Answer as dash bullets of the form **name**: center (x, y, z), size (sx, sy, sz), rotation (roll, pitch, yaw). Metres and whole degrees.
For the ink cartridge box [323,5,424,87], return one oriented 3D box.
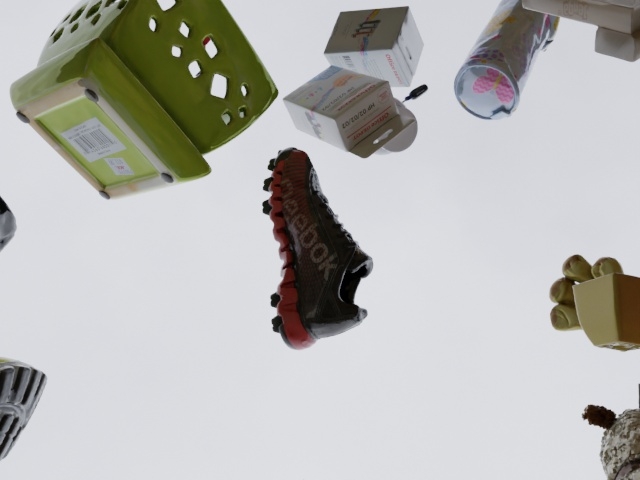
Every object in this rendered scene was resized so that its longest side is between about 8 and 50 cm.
- **ink cartridge box**: center (0.124, -0.434, 1.367), size (0.176, 0.128, 0.127), rotation (9, -112, 31)

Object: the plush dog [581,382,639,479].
- **plush dog**: center (0.522, 0.377, 0.945), size (0.211, 0.262, 0.225), rotation (31, -151, 1)

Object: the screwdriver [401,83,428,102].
- **screwdriver**: center (0.185, -0.317, 1.377), size (0.170, 0.025, 0.024), rotation (-34, -125, -28)

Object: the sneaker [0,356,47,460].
- **sneaker**: center (-0.261, 0.100, 0.377), size (0.094, 0.208, 0.081), rotation (23, -94, 15)

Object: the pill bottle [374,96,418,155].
- **pill bottle**: center (0.102, -0.217, 1.118), size (0.108, 0.193, 0.108), rotation (-6, -71, -17)

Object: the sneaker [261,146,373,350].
- **sneaker**: center (0.000, 0.000, 0.796), size (0.135, 0.097, 0.276), rotation (-12, -107, 18)

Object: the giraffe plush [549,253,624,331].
- **giraffe plush**: center (0.604, 0.135, 1.242), size (0.170, 0.210, 0.181), rotation (16, -80, -37)

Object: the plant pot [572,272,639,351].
- **plant pot**: center (0.380, 0.096, 0.767), size (0.081, 0.081, 0.083), rotation (12, -110, -13)

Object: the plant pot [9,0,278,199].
- **plant pot**: center (-0.228, -0.186, 0.761), size (0.228, 0.227, 0.207), rotation (-6, -135, 38)

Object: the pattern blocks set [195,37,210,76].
- **pattern blocks set**: center (-0.340, -0.283, 1.262), size (0.325, 0.026, 0.285), rotation (-29, -131, 23)

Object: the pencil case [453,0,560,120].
- **pencil case**: center (0.330, -0.329, 1.055), size (0.113, 0.124, 0.273), rotation (-2, -137, 44)

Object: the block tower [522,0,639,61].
- **block tower**: center (0.164, -0.270, 0.300), size (0.091, 0.335, 0.097), rotation (-29, -140, -15)

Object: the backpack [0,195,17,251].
- **backpack**: center (-0.441, 0.034, 0.481), size (0.290, 0.273, 0.355), rotation (-20, -145, -6)

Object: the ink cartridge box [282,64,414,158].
- **ink cartridge box**: center (0.039, -0.193, 0.888), size (0.104, 0.061, 0.181), rotation (-39, -140, -15)
